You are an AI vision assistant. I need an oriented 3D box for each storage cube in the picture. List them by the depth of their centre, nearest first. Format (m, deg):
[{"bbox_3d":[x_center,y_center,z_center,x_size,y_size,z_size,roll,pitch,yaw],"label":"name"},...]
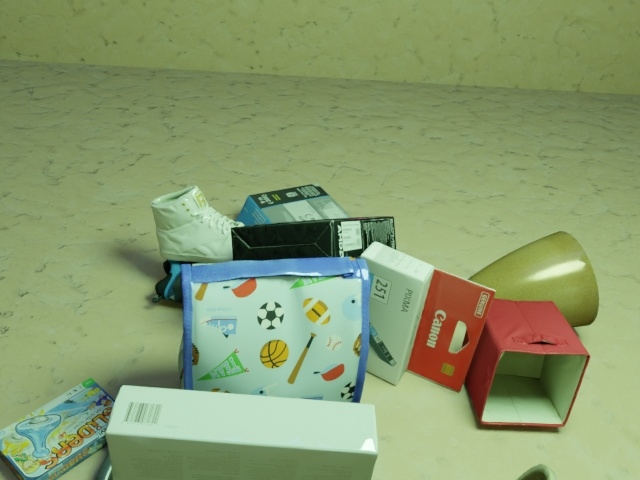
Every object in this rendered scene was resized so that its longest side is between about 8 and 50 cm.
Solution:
[{"bbox_3d":[0.411,0.250,1.281,0.183,0.215,0.193,3,28,-5],"label":"storage cube"}]

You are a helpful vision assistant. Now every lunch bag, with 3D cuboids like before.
[{"bbox_3d":[-0.091,0.191,1.112,0.327,0.386,0.239,-3,36,-13],"label":"lunch bag"}]

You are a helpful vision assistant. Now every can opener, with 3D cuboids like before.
[{"bbox_3d":[-0.358,0.388,1.064,0.073,0.059,0.186,13,35,6],"label":"can opener"}]

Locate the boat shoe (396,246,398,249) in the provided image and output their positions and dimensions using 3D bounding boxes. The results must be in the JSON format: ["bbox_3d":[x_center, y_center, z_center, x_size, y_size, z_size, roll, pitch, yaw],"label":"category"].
[{"bbox_3d":[0.151,0.087,1.503,0.135,0.157,0.367,-18,43,-32],"label":"boat shoe"}]

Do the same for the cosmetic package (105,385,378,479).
[{"bbox_3d":[-0.119,0.364,0.947,0.377,0.284,0.097,6,33,-3],"label":"cosmetic package"}]

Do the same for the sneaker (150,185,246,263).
[{"bbox_3d":[-0.248,-0.039,1.393,0.292,0.169,0.108,1,31,12],"label":"sneaker"}]

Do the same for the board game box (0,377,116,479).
[{"bbox_3d":[-0.468,0.349,1.119,0.136,0.035,0.201,30,40,29],"label":"board game box"}]

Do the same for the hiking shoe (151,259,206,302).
[{"bbox_3d":[-0.321,0.040,1.522,0.132,0.113,0.304,1,32,1],"label":"hiking shoe"}]

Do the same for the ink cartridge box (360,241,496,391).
[{"bbox_3d":[0.189,0.178,1.258,0.261,0.296,0.066,22,38,20],"label":"ink cartridge box"}]

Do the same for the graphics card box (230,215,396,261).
[{"bbox_3d":[0.000,0.000,1.332,0.232,0.094,0.371,-2,3,26],"label":"graphics card box"}]

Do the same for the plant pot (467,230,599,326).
[{"bbox_3d":[0.493,0.123,1.491,0.254,0.237,0.237,-14,38,-3],"label":"plant pot"}]

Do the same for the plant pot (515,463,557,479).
[{"bbox_3d":[0.348,0.532,0.808,0.305,0.334,0.334,32,40,14],"label":"plant pot"}]

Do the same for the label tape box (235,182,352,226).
[{"bbox_3d":[-0.100,-0.034,1.674,0.333,0.106,0.240,-13,39,-27],"label":"label tape box"}]
